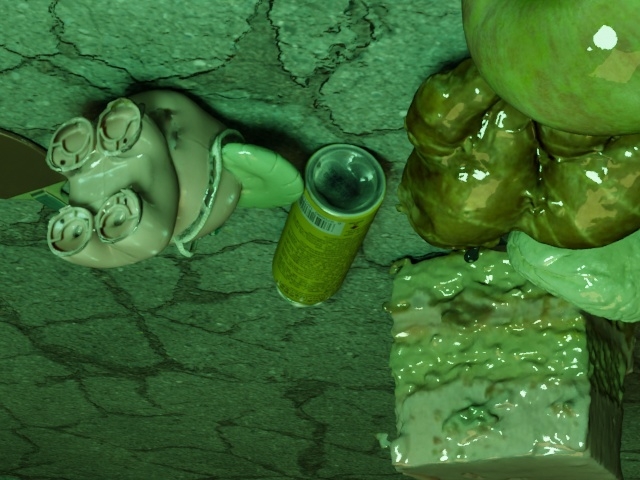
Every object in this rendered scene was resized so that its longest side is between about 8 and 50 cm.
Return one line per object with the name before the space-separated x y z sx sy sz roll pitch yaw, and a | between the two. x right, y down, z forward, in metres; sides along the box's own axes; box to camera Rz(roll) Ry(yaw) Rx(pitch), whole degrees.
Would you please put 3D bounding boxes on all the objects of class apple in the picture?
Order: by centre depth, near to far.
apple | 0.250 -0.200 1.072 0.256 0.257 0.234 -16 152 35

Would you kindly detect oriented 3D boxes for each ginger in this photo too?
ginger | 0.250 -0.108 1.406 0.357 0.152 0.274 -2 135 9

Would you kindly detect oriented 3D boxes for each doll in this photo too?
doll | -0.180 -0.051 1.488 0.284 0.216 0.268 -14 156 28

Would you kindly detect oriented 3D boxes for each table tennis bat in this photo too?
table tennis bat | -0.382 -0.078 1.677 0.154 0.021 0.274 -14 148 32

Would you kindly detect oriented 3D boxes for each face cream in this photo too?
face cream | 0.000 0.000 1.697 0.105 0.105 0.349 7 154 -7

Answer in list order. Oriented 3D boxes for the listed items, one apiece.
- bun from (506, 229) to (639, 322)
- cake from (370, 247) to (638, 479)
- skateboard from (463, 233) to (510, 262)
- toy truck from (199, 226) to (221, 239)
bun | 0.333 0.002 1.573 0.220 0.220 0.134 10 112 -13
cake | 0.274 0.190 1.833 0.314 0.307 0.293 -10 154 26
skateboard | 0.261 -0.013 1.707 0.151 0.067 0.080 4 145 -15
toy truck | -0.156 -0.034 1.724 0.044 0.039 0.083 -14 156 -3
